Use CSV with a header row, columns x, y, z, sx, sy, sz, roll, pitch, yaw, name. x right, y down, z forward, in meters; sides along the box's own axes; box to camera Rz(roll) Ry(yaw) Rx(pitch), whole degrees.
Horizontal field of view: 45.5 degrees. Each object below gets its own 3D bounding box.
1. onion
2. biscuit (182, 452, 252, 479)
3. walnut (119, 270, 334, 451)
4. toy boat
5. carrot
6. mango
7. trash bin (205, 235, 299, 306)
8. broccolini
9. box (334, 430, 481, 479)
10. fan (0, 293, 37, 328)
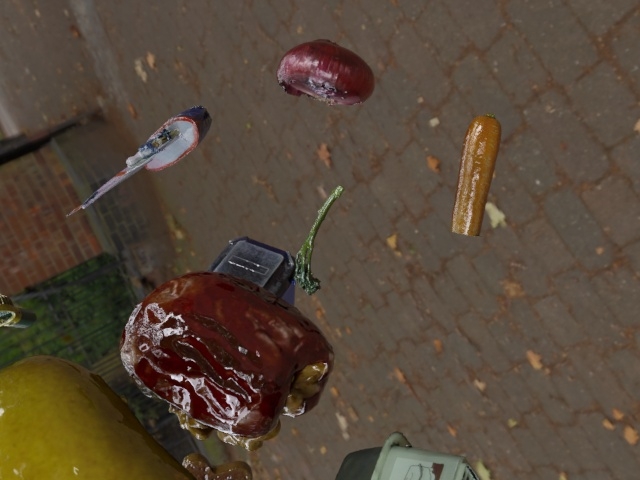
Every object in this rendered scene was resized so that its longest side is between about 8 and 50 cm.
x,y,z,sx,sy,sz,roll,pitch,yaw,name
0.014,-0.412,1.892,0.248,0.248,0.161,34,124,54,onion
-0.229,0.455,1.327,0.039,0.237,0.179,-135,39,-70,biscuit
-0.136,0.178,1.068,0.269,0.243,0.222,27,-170,21,walnut
-0.329,-0.134,1.402,0.072,0.318,0.219,50,168,-11,toy boat
0.281,-0.120,1.377,0.067,0.067,0.225,-166,85,-66,carrot
-0.239,0.309,0.745,0.220,0.302,0.444,71,175,-66,mango
-0.131,0.133,1.448,0.163,0.184,0.234,20,140,20,trash bin
-0.006,0.002,1.214,0.054,0.052,0.194,39,121,34,broccolini
0.088,0.383,0.838,0.166,0.290,0.220,-6,130,35,box
-0.559,0.130,1.342,0.039,0.082,0.155,64,-172,18,fan
